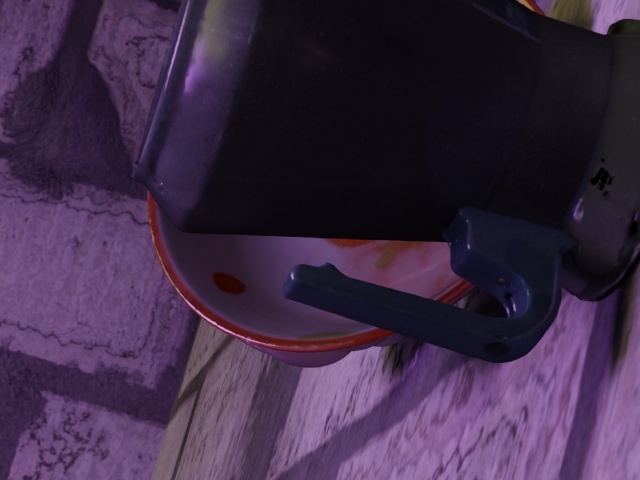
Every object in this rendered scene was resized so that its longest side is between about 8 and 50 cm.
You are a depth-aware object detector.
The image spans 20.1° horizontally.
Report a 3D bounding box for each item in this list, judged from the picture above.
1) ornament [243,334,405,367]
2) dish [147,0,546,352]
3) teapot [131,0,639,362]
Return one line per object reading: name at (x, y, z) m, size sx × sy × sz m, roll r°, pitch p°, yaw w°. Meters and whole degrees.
ornament at (-0.001, 0.000, 1.209) m, size 0.177 × 0.177 × 0.178 m, roll -161°, pitch 90°, yaw -82°
dish at (0.032, -0.038, 1.052) m, size 0.085 × 0.260 × 0.260 m, roll 49°, pitch -130°, yaw -51°
teapot at (0.038, -0.051, 0.816) m, size 0.171 × 0.225 × 0.203 m, roll 116°, pitch 169°, yaw -55°
